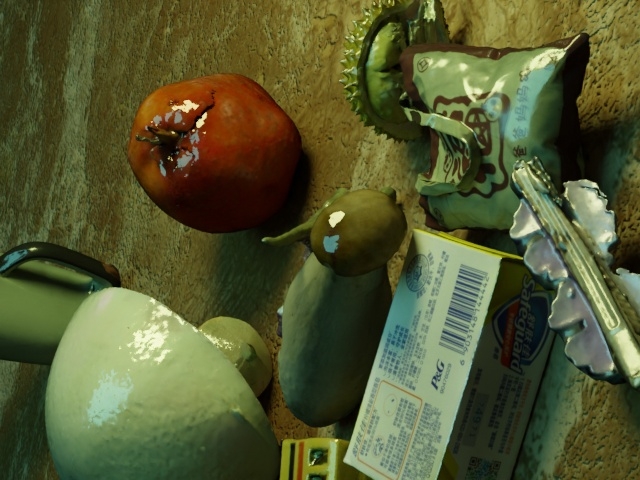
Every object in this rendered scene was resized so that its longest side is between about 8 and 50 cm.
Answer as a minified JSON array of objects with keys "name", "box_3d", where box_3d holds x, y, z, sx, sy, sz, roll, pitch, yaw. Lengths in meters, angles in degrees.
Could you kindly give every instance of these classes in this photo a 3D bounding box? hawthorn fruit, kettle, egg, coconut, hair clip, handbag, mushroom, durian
[{"name":"hawthorn fruit","box_3d":[-0.153,-0.114,1.937,0.211,0.299,0.211,-2,87,31]},{"name":"kettle","box_3d":[-0.445,0.093,2.340,0.240,0.255,0.165,-53,35,35]},{"name":"egg","box_3d":[-0.222,0.235,1.837,0.201,0.337,0.337,-45,13,-35]},{"name":"coconut","box_3d":[-0.122,0.158,1.931,0.122,0.116,0.116,-35,49,52]},{"name":"hair clip","box_3d":[0.246,0.040,1.386,0.106,0.084,0.292,-38,55,19]},{"name":"handbag","box_3d":[0.178,-0.099,1.539,0.235,0.127,0.213,6,105,48]},{"name":"mushroom","box_3d":[0.021,0.080,1.664,0.350,0.128,0.128,102,161,-50]},{"name":"durian","box_3d":[0.083,-0.222,1.731,0.102,0.146,0.208,22,90,47]}]

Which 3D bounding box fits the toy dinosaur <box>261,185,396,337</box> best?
[{"name":"toy dinosaur","box_3d":[0.004,0.003,1.747,0.200,0.072,0.251,-51,-8,-26]}]

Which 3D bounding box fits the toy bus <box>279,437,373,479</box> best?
[{"name":"toy bus","box_3d":[0.010,0.381,1.622,0.123,0.121,0.335,-17,62,47]}]

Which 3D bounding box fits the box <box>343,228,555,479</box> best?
[{"name":"box","box_3d":[0.136,0.132,1.542,0.168,0.097,0.265,18,92,59]}]
